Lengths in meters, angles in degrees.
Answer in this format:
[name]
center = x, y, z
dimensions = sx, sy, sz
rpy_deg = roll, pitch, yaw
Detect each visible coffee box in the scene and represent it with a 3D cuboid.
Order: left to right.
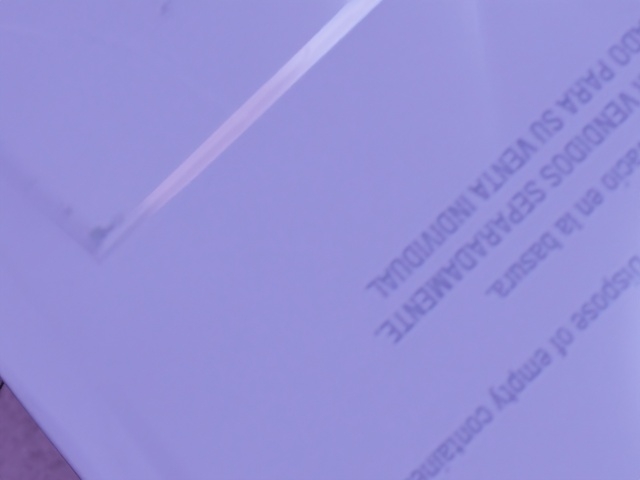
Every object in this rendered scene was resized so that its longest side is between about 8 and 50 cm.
[coffee box]
center = 0.053, -0.074, 0.535
dimensions = 0.337, 0.334, 0.338
rpy_deg = -43, 76, -2
